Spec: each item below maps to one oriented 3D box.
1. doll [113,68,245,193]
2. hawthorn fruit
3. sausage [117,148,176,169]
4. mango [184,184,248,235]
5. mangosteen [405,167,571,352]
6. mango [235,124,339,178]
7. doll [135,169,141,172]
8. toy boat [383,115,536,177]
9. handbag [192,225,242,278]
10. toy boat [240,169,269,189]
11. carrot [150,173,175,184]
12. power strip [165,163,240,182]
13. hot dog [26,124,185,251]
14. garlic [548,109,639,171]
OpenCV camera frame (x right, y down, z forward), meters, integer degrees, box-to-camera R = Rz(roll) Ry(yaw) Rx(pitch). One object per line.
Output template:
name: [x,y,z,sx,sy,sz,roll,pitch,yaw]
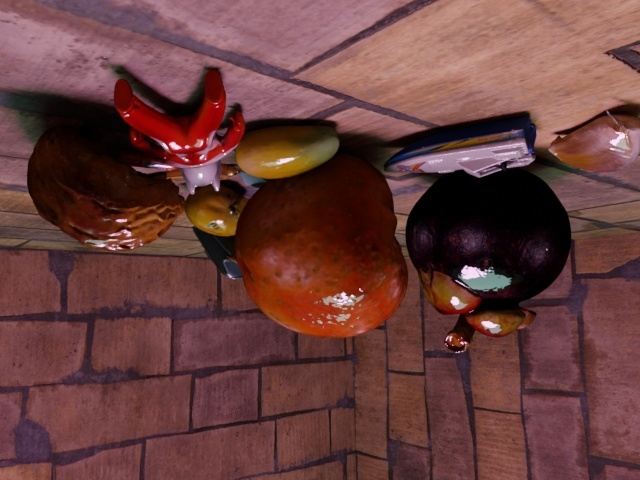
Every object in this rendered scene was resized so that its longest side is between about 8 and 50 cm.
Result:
doll: [-0.221,-0.172,0.927,0.188,0.099,0.384,-7,169,-8]
hawthorn fruit: [-0.015,0.011,1.173,0.402,0.403,0.403,-1,173,0]
sausage: [-0.357,-0.167,1.139,0.129,0.034,0.034,3,172,-28]
mango: [-0.269,-0.080,1.462,0.167,0.130,0.262,14,180,7]
mangosteen: [0.391,0.036,1.270,0.382,0.435,0.382,-3,170,-1]
mango: [-0.060,-0.168,1.005,0.194,0.092,0.130,-13,168,14]
doll: [-0.470,-0.140,1.197,0.214,0.072,0.103,4,164,30]
toy boat: [0.260,-0.163,1.055,0.295,0.088,0.129,-6,171,28]
handbag: [-0.195,0.002,1.644,0.326,0.238,0.089,-8,135,-45]
toy boat: [-0.165,-0.155,1.309,0.096,0.034,0.122,-6,163,31]
carrot: [-0.440,-0.135,1.348,0.216,0.048,0.048,-2,174,34]
power strip: [-0.272,-0.156,1.256,0.178,0.028,0.049,-2,172,8]
hot dog: [-0.396,-0.083,0.993,0.267,0.174,0.387,33,172,-21]
garlic: [0.517,-0.183,0.983,0.128,0.091,0.198,12,176,-4]
